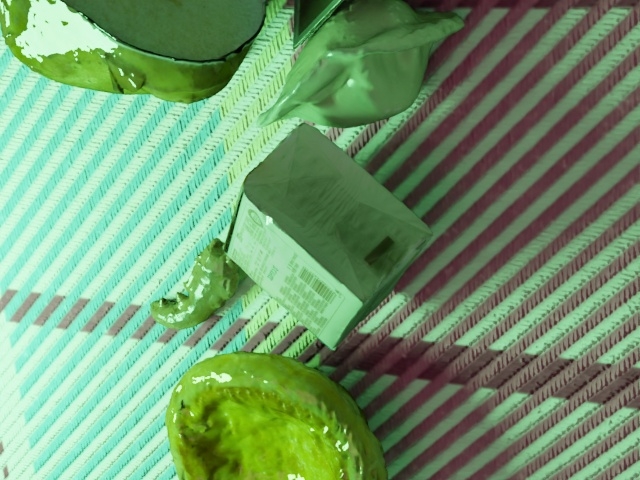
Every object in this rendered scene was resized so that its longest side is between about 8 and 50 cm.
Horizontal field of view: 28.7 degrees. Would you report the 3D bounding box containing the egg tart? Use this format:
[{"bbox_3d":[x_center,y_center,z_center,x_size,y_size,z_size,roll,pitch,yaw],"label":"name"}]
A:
[{"bbox_3d":[-0.039,0.259,1.552,0.319,0.128,0.318,12,118,25],"label":"egg tart"}]

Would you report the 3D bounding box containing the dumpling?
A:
[{"bbox_3d":[0.022,-0.176,1.304,0.252,0.179,0.131,-20,100,32],"label":"dumpling"}]

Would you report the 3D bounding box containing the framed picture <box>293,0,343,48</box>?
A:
[{"bbox_3d":[0.021,-0.297,1.273,0.011,0.141,0.183,15,150,-26],"label":"framed picture"}]

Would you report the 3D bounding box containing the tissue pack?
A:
[{"bbox_3d":[0.000,0.000,1.367,0.185,0.124,0.225,44,162,6],"label":"tissue pack"}]

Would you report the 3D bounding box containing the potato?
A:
[{"bbox_3d":[-0.208,-0.254,1.382,0.300,0.246,0.196,33,149,6],"label":"potato"}]

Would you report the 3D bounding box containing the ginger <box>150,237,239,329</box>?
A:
[{"bbox_3d":[-0.155,0.067,1.578,0.069,0.051,0.173,50,122,5],"label":"ginger"}]
